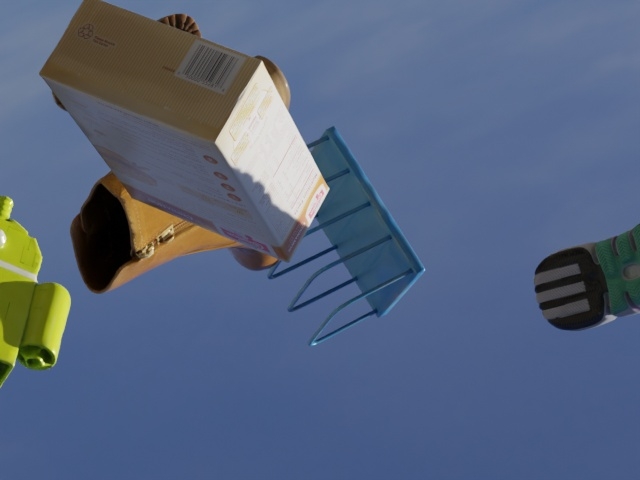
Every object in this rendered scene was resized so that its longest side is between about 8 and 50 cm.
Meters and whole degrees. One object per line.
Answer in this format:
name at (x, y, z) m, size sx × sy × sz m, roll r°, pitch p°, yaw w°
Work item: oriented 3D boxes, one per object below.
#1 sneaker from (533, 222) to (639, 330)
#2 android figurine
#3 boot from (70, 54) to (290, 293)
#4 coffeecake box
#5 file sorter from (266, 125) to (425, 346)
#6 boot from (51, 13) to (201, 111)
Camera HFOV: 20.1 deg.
sneaker at (0.271, 0.012, 1.340) m, size 0.223 × 0.083 × 0.098 m, roll -11°, pitch 179°, yaw 39°
android figurine at (-0.364, 0.040, 1.761) m, size 0.056 × 0.248 × 0.273 m, roll -52°, pitch -160°, yaw 39°
boot at (-0.123, -0.017, 1.559) m, size 0.104 × 0.295 × 0.211 m, roll 39°, pitch -117°, yaw 20°
coffeecake box at (-0.088, -0.073, 1.237) m, size 0.142 × 0.185 × 0.068 m, roll 22°, pitch -108°, yaw 23°
file sorter at (0.000, 0.000, 1.775) m, size 0.104 × 0.170 × 0.118 m, roll -25°, pitch 166°, yaw -27°
boot at (-0.195, -0.162, 1.705) m, size 0.158 × 0.059 × 0.084 m, roll -31°, pitch -163°, yaw -29°
